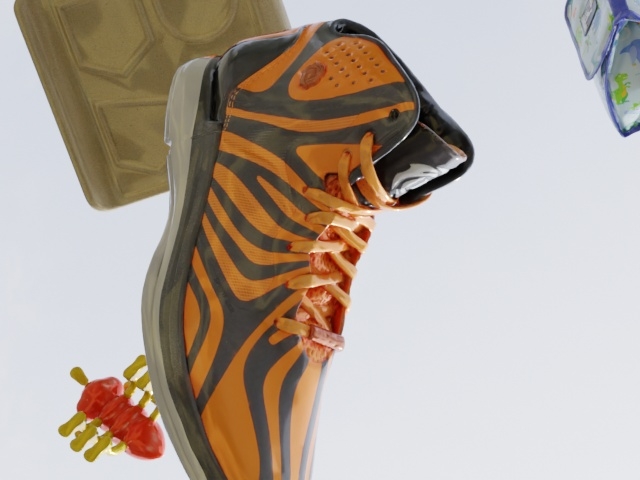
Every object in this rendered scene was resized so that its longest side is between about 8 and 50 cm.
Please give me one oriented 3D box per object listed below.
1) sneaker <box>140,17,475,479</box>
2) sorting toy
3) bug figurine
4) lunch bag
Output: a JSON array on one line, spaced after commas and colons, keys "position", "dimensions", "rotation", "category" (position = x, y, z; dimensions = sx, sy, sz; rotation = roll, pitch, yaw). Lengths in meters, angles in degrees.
[{"position": [0.000, 0.000, 0.567], "dimensions": [0.180, 0.125, 0.321], "rotation": [-15, -113, 25], "category": "sneaker"}, {"position": [-0.119, -0.113, 0.880], "dimensions": [0.229, 0.041, 0.307], "rotation": [-18, -80, 3], "category": "sorting toy"}, {"position": [-0.193, 0.228, 0.713], "dimensions": [0.279, 0.072, 0.216], "rotation": [-40, -117, -20], "category": "bug figurine"}, {"position": [0.290, -0.196, 0.911], "dimensions": [0.096, 0.151, 0.128], "rotation": [-18, -133, 17], "category": "lunch bag"}]
